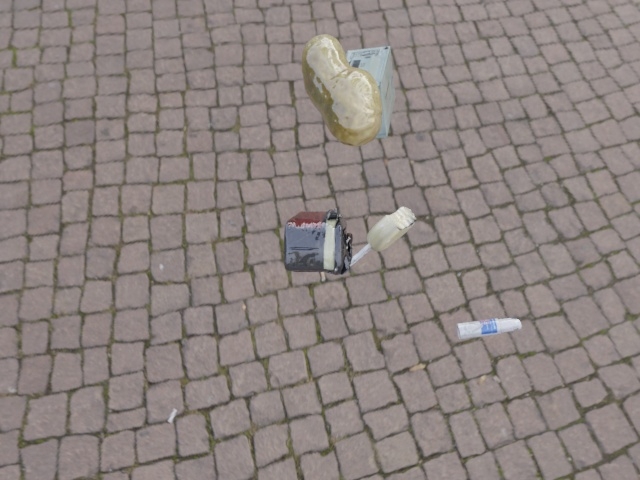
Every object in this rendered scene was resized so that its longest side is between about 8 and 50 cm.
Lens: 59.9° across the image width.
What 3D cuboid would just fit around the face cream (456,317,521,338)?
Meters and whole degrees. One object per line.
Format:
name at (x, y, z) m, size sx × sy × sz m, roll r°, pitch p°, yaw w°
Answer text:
face cream at (0.354, 0.183, 1.164) m, size 0.129 × 0.034 × 0.034 m, roll -7°, pitch 63°, yaw 4°

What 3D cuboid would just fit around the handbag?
handbag at (0.000, 0.000, 1.554) m, size 0.181 × 0.254 × 0.182 m, roll 2°, pitch 96°, yaw 4°

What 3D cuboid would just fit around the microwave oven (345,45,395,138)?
microwave oven at (0.109, -0.364, 1.365) m, size 0.122 × 0.162 × 0.208 m, roll -1°, pitch 42°, yaw 16°

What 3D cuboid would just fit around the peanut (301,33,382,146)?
peanut at (0.037, -0.279, 1.014) m, size 0.110 × 0.120 × 0.237 m, roll -18°, pitch 72°, yaw -21°

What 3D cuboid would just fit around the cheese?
cheese at (0.189, -0.004, 1.765) m, size 0.249 × 0.163 × 0.071 m, roll -45°, pitch 77°, yaw 22°
